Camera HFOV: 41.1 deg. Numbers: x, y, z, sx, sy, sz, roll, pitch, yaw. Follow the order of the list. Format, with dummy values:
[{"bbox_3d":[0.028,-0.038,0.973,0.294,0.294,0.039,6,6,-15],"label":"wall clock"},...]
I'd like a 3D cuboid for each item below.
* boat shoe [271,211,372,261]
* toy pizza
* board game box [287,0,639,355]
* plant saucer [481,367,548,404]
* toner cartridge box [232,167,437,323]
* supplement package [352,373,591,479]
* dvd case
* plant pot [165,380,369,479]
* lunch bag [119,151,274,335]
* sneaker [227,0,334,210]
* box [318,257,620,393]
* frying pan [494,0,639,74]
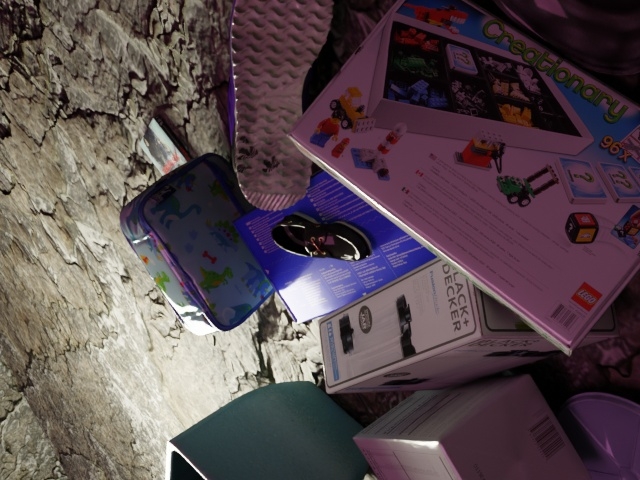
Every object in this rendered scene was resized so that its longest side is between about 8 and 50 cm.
[{"bbox_3d":[0.000,0.002,0.959,0.133,0.042,0.048,16,129,41],"label":"boat shoe"},{"bbox_3d":[0.336,0.244,0.907,0.201,0.032,0.201,37,143,35],"label":"toy pizza"},{"bbox_3d":[0.146,-0.073,0.724,0.305,0.193,0.053,39,179,21],"label":"board game box"},{"bbox_3d":[0.228,0.187,0.986,0.119,0.021,0.119,47,155,30],"label":"plant saucer"},{"bbox_3d":[0.038,-0.013,1.005,0.348,0.075,0.165,-23,100,55],"label":"toner cartridge box"},{"bbox_3d":[0.163,0.249,0.990,0.139,0.134,0.244,60,158,-1],"label":"supplement package"},{"bbox_3d":[-0.221,-0.120,1.277,0.119,0.013,0.087,52,146,1],"label":"dvd case"},{"bbox_3d":[-0.059,0.359,1.295,0.248,0.252,0.247,39,144,20],"label":"plant pot"},{"bbox_3d":[-0.150,0.002,1.158,0.090,0.176,0.219,-18,107,50],"label":"lunch bag"},{"bbox_3d":[-0.059,-0.193,0.938,0.146,0.102,0.293,-114,29,-60],"label":"sneaker"},{"bbox_3d":[0.137,0.089,0.881,0.290,0.169,0.087,-34,57,55],"label":"box"},{"bbox_3d":[0.200,-0.192,0.574,0.197,0.053,0.326,46,173,-21],"label":"frying pan"}]
